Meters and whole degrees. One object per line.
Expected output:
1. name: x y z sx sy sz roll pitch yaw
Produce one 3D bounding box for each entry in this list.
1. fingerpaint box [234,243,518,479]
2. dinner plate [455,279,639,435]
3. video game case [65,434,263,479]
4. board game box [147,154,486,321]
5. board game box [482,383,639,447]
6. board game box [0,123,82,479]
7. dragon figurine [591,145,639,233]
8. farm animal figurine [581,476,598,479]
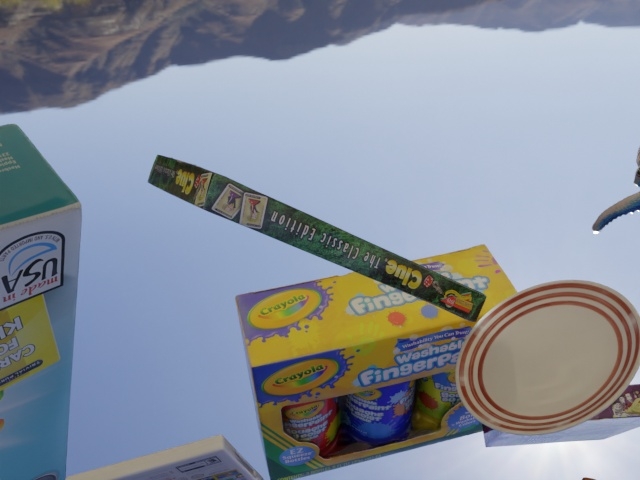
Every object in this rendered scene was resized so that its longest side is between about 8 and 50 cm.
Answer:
1. fingerpaint box: 0.098 0.230 1.123 0.445 0.371 0.163 -11 -137 -10
2. dinner plate: 0.167 0.086 0.468 0.141 0.017 0.141 -28 -151 17
3. video game case: -0.218 0.358 0.928 0.227 0.206 0.026 -16 -128 2
4. board game box: 0.000 0.000 0.508 0.260 0.030 0.136 24 177 -31
5. board game box: 0.367 0.272 0.958 0.208 0.056 0.347 -9 157 4
6. board game box: -0.276 0.116 0.354 0.254 0.336 0.079 -24 -122 -40
7. dragon figurine: 0.437 -0.077 0.704 0.144 0.289 0.085 34 -147 9
8. farm animal figurine: 0.380 0.323 0.507 0.331 0.326 0.172 18 -117 3
